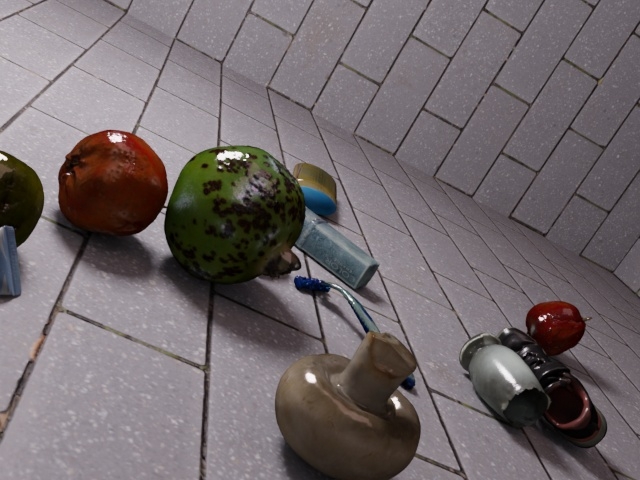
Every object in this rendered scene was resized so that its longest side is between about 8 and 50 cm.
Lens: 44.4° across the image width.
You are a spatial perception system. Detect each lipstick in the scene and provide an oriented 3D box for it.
[{"bbox_3d":[0.000,0.000,1.766,0.290,0.077,0.076,38,17,20],"label":"lipstick"}]

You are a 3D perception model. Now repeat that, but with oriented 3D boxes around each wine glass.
[{"bbox_3d":[0.356,0.270,1.534,0.111,0.111,0.204,23,17,-25],"label":"wine glass"}]

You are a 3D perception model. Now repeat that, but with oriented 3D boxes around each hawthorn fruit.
[{"bbox_3d":[0.622,0.222,2.046,0.148,0.172,0.148,58,16,-28],"label":"hawthorn fruit"},{"bbox_3d":[-0.329,-0.085,1.297,0.200,0.179,0.179,35,9,-43],"label":"hawthorn fruit"}]

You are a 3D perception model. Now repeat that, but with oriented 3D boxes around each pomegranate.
[{"bbox_3d":[-0.139,-0.033,1.353,0.270,0.254,0.254,51,22,18],"label":"pomegranate"}]

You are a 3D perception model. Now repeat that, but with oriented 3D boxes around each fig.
[{"bbox_3d":[-0.456,-0.031,1.053,0.127,0.184,0.133,1,-29,31],"label":"fig"}]

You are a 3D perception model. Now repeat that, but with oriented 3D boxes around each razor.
[{"bbox_3d":[0.078,0.158,1.484,0.093,0.056,0.324,13,24,-50],"label":"razor"}]

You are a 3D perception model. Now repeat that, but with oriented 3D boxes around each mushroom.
[{"bbox_3d":[0.048,0.208,1.031,0.204,0.204,0.204,28,17,-9],"label":"mushroom"}]

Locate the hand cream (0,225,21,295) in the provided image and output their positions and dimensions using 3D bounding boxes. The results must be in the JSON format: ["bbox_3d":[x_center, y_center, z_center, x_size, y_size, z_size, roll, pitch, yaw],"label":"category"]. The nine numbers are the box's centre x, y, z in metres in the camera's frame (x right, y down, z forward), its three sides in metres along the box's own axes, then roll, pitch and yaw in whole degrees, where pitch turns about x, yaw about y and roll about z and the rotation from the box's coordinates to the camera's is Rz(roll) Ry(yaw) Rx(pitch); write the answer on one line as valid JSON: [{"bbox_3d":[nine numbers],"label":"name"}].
[{"bbox_3d":[-0.456,0.031,0.901,0.058,0.091,0.271,-12,-3,28],"label":"hand cream"}]

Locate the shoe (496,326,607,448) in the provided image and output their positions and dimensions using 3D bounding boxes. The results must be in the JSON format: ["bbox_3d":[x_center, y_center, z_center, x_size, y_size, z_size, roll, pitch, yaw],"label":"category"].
[{"bbox_3d":[0.450,0.292,1.586,0.291,0.114,0.137,48,2,31],"label":"shoe"}]

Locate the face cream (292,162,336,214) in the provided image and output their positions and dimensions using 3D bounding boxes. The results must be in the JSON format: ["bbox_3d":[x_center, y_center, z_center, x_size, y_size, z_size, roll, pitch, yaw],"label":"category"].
[{"bbox_3d":[-0.018,-0.143,2.170,0.139,0.067,0.285,28,16,-7],"label":"face cream"}]
